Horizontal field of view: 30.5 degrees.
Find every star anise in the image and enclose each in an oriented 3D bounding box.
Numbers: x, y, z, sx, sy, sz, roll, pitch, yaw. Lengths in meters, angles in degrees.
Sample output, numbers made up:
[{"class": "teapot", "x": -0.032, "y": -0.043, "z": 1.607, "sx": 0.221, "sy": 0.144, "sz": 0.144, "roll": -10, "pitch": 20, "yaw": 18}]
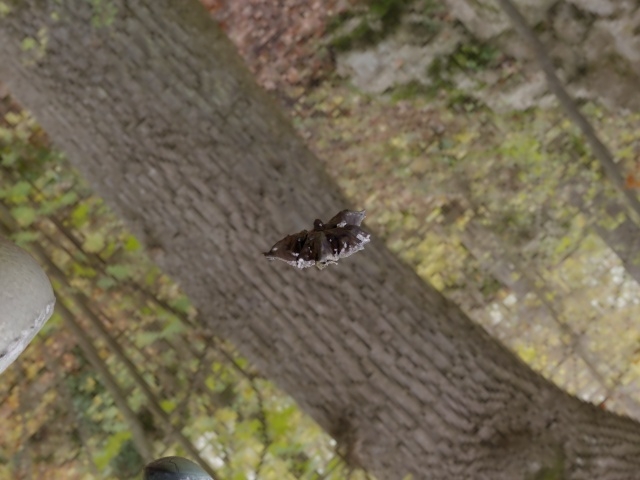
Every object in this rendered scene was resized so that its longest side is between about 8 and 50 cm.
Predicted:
[{"class": "star anise", "x": 0.010, "y": -0.004, "z": 1.381, "sx": 0.129, "sy": 0.056, "sz": 0.124, "roll": -30, "pitch": -159, "yaw": -34}]

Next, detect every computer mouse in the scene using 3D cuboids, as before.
[{"class": "computer mouse", "x": -0.215, "y": 0.389, "z": 1.834, "sx": 0.229, "sy": 0.113, "sz": 0.068, "roll": 81, "pitch": 18, "yaw": -55}]

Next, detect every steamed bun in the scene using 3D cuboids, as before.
[{"class": "steamed bun", "x": -0.431, "y": 0.096, "z": 1.259, "sx": 0.283, "sy": 0.177, "sz": 0.283, "roll": -40, "pitch": -170, "yaw": 8}]
